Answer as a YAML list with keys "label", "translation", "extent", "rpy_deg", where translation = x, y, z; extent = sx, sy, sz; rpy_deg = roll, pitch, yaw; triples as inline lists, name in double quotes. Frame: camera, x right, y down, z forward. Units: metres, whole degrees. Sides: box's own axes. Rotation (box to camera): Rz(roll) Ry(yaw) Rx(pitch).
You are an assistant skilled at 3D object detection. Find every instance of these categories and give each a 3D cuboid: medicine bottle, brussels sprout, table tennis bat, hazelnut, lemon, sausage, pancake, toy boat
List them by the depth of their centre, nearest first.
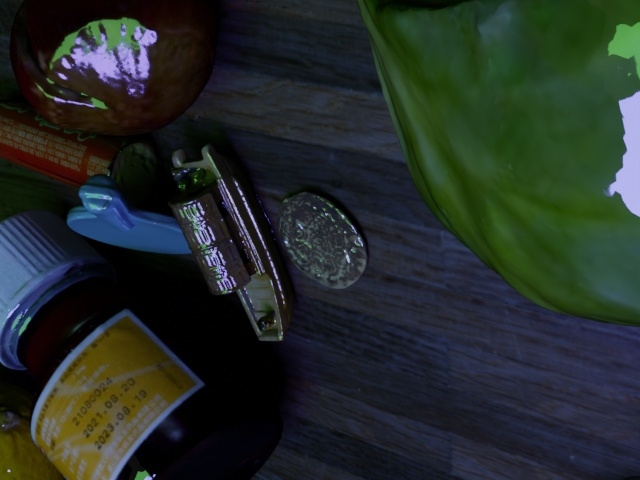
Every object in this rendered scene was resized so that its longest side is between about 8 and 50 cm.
- label: "brussels sprout"
  translation: [0.157, -0.123, 0.532]
  extent: [0.315, 0.275, 0.371]
  rpy_deg: [54, -177, -44]
- label: "hazelnut"
  translation: [-0.180, -0.188, 0.883]
  extent: [0.178, 0.178, 0.204]
  rpy_deg: [51, 132, -4]
- label: "pancake"
  translation: [-0.001, 0.001, 0.973]
  extent: [0.114, 0.011, 0.115]
  rpy_deg: [21, 131, 26]
- label: "toy boat"
  translation: [-0.093, 0.008, 0.997]
  extent: [0.068, 0.088, 0.226]
  rpy_deg: [-5, 116, 40]
- label: "table tennis bat"
  translation: [-0.200, -0.020, 1.003]
  extent: [0.149, 0.038, 0.237]
  rpy_deg: [8, 168, 5]
- label: "sausage"
  translation: [-0.302, -0.106, 1.087]
  extent: [0.263, 0.083, 0.083]
  rpy_deg: [20, 130, 29]
- label: "medicine bottle"
  translation: [-0.245, 0.138, 1.123]
  extent: [0.395, 0.242, 0.243]
  rpy_deg: [43, 139, 26]
- label: "lemon"
  translation: [-0.504, 0.340, 1.449]
  extent: [0.267, 0.267, 0.267]
  rpy_deg: [21, 131, 26]

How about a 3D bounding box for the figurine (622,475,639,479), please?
- label: "figurine"
  translation: [0.305, 0.381, 0.888]
  extent: [0.206, 0.166, 0.387]
  rpy_deg: [-7, 119, -3]
